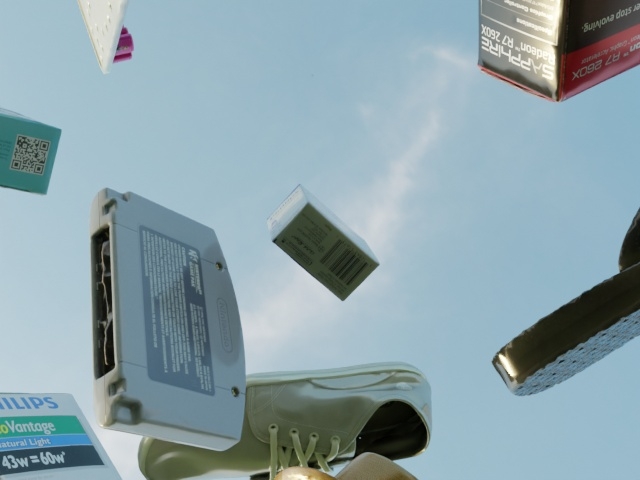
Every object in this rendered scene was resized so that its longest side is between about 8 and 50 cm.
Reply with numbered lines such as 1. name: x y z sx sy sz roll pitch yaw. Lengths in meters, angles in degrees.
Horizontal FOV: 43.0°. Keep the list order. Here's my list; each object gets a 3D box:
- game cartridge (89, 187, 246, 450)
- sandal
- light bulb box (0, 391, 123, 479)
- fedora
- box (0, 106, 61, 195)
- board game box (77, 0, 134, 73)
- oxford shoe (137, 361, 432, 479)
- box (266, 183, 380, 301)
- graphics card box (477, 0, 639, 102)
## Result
1. game cartridge: -0.176 0.094 0.954 0.062 0.297 0.198 -29 -37 25
2. sandal: 0.340 -0.011 0.759 0.445 0.167 0.107 -36 -117 14
3. light bulb box: -0.473 0.476 1.218 0.358 0.225 0.361 -50 -121 14
4. fedora: 0.048 0.237 0.675 0.079 0.194 0.194 -43 -79 -32
5. box: -0.336 -0.103 0.735 0.100 0.244 0.060 11 -82 -44
6. board game box: -0.294 -0.441 0.993 0.050 0.390 0.390 -19 -87 -19
7. oxford shoe: -0.035 0.279 1.172 0.448 0.130 0.169 -8 -55 -14
8. box: 0.000 0.000 1.077 0.126 0.137 0.072 41 -83 -13
9. graphics card box: 0.209 -0.295 0.499 0.232 0.094 0.371 -25 -51 -21
